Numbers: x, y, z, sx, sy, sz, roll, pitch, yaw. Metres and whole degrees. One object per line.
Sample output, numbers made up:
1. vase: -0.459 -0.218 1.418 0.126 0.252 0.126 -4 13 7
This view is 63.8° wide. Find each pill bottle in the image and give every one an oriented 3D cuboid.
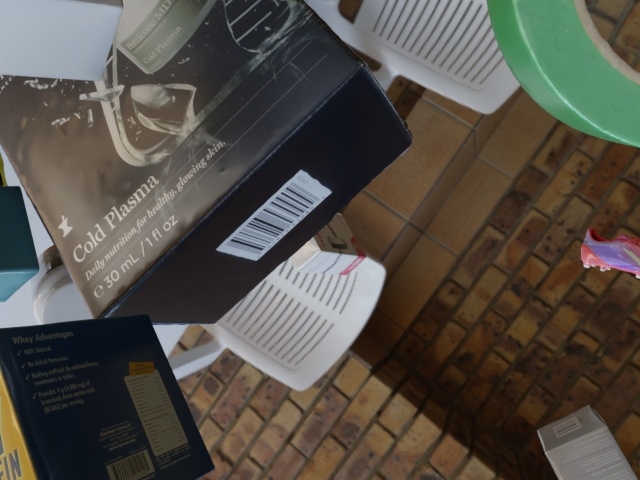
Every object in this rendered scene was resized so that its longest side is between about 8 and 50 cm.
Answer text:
1. pill bottle: -0.494 0.106 1.043 0.161 0.283 0.162 -8 106 -29

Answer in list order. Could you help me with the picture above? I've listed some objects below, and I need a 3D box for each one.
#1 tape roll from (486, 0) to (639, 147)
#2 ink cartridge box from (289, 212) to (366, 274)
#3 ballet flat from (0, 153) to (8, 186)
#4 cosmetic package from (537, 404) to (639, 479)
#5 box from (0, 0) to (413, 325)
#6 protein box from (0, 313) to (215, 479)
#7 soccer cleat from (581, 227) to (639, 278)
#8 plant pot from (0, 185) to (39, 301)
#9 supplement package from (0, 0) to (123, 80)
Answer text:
1. tape roll: 0.296 -0.230 0.390 0.321 0.321 0.077 -59 -175 17
2. ink cartridge box: 0.000 0.000 1.328 0.092 0.159 0.217 -43 153 26
3. ballet flat: -0.686 -0.160 1.045 0.077 0.231 0.077 -20 153 -33
4. cosmetic package: 0.424 0.383 0.748 0.107 0.238 0.127 -32 169 12
5. box: -0.202 -0.195 0.820 0.480 0.472 0.297 -42 158 11
6. protein box: -0.256 0.203 0.538 0.136 0.201 0.199 -36 163 20
7. soccer cleat: 0.709 0.033 1.141 0.083 0.247 0.095 -8 103 -41
8. plant pot: -0.633 0.011 0.846 0.165 0.166 0.234 -29 164 33
9. supplement package: -0.277 -0.292 0.470 0.138 0.244 0.133 -6 170 -32
